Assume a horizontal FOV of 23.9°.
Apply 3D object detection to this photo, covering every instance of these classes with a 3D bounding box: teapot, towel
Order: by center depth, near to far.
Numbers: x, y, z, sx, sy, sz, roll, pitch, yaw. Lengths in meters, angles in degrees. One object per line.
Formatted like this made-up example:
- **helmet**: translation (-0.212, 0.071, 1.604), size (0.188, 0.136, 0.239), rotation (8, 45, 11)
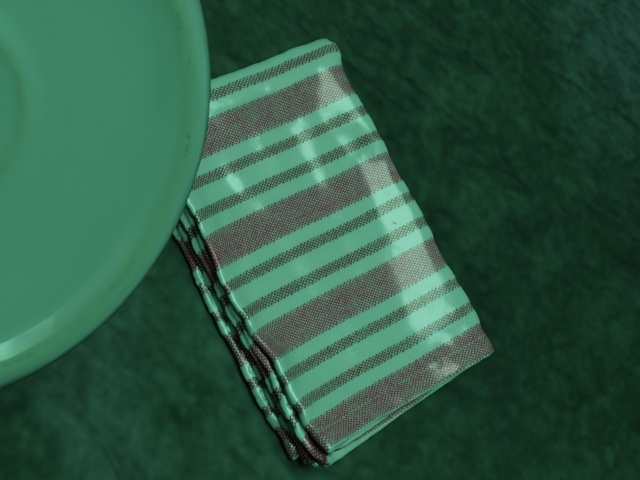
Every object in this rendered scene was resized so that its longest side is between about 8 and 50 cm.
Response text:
- **teapot**: translation (-0.181, -0.065, 0.571), size (0.252, 0.187, 0.256), rotation (-49, 124, -9)
- **towel**: translation (0.000, 0.000, 0.768), size (0.144, 0.029, 0.197), rotation (-29, 92, -39)
